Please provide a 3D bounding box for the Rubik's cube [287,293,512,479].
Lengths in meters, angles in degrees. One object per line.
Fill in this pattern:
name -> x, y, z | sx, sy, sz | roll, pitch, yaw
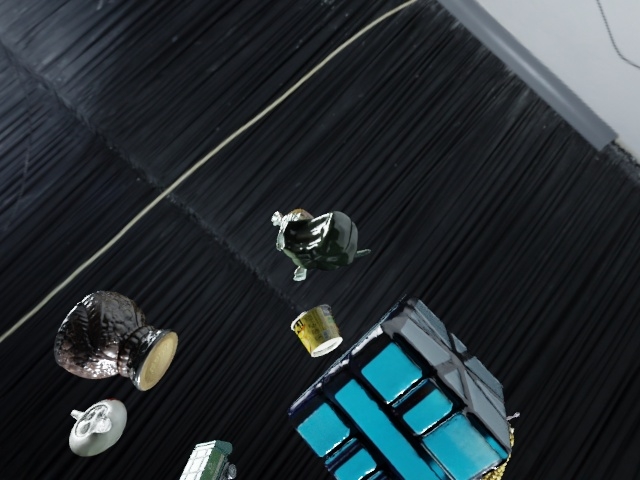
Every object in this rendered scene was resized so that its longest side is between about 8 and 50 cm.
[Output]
Rubik's cube -> 0.160, 0.312, 0.789 | 0.288, 0.283, 0.293 | 47, -164, 10

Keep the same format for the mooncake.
mooncake -> 0.000, 0.000, 0.919 | 0.168, 0.104, 0.175 | 23, 148, -14

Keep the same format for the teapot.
teapot -> -0.579, 0.485, 1.047 | 0.226, 0.145, 0.092 | -5, 124, 34

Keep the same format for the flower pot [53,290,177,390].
flower pot -> -0.609, 0.320, 1.241 | 0.267, 0.267, 0.266 | 21, 164, 10

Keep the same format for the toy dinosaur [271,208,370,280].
toy dinosaur -> -0.035, 0.012, 1.112 | 0.092, 0.206, 0.392 | 9, 175, -39

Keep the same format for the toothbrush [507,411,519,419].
toothbrush -> 0.439, 0.413, 0.938 | 0.097, 0.008, 0.006 | 6, -158, -39

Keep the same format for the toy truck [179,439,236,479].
toy truck -> -0.335, 0.702, 1.159 | 0.124, 0.114, 0.253 | 62, -160, -19

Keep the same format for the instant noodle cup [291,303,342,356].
instant noodle cup -> -0.007, 0.303, 1.334 | 0.122, 0.151, 0.151 | 60, 179, 31

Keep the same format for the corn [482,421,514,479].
corn -> 0.302, 0.493, 0.823 | 0.106, 0.293, 0.106 | 33, 163, 12
